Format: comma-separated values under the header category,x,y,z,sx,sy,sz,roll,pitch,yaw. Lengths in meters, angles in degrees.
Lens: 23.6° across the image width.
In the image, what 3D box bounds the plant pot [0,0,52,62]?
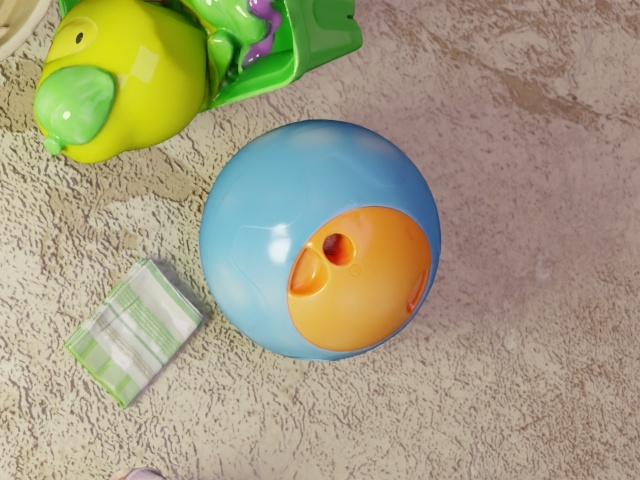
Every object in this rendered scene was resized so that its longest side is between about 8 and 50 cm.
category,x,y,z,sx,sy,sz,roll,pitch,yaw
plant pot,-0.471,-0.287,1.557,0.333,0.305,0.334,5,80,-31

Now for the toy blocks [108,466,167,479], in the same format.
category,x,y,z,sx,sy,sz,roll,pitch,yaw
toy blocks,-0.256,0.400,1.590,0.288,0.260,0.309,-6,74,-33

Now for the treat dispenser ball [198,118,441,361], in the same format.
category,x,y,z,sx,sy,sz,roll,pitch,yaw
treat dispenser ball,0.000,0.000,1.821,0.288,0.288,0.288,5,81,-31

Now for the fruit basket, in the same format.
category,x,y,z,sx,sy,sz,roll,pitch,yaw
fruit basket,-0.183,-0.235,1.693,0.392,0.392,0.283,-11,89,-32

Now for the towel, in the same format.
category,x,y,z,sx,sy,sz,roll,pitch,yaw
towel,-0.219,0.109,1.825,0.113,0.023,0.152,48,62,-16
